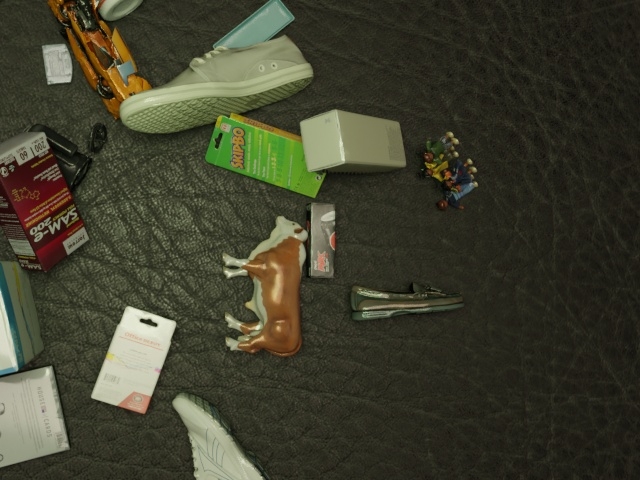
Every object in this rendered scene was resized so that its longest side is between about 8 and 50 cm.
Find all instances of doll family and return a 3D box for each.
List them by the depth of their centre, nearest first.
[{"bbox_3d":[0.295,-0.154,1.545,0.111,0.076,0.193,-41,99,-16],"label":"doll family"}]

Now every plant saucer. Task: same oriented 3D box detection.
[{"bbox_3d":[-0.150,-0.467,1.487,0.192,0.018,0.067,-42,96,-12],"label":"plant saucer"}]

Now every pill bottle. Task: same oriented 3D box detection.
[{"bbox_3d":[-0.464,-0.569,1.374,0.108,0.108,0.193,-37,95,-12],"label":"pill bottle"}]

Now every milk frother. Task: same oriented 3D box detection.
[{"bbox_3d":[-0.531,-0.198,1.358,0.135,0.129,0.143,31,38,-10],"label":"milk frother"}]

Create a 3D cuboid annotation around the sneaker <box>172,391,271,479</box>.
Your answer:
[{"bbox_3d":[-0.224,0.451,1.385,0.129,0.111,0.297,-36,94,-6],"label":"sneaker"}]

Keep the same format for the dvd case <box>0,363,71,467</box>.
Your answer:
[{"bbox_3d":[-0.645,0.366,1.330,0.239,0.029,0.179,-12,90,-14],"label":"dvd case"}]

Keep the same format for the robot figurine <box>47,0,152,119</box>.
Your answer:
[{"bbox_3d":[-0.452,-0.398,1.331,0.085,0.211,0.291,-32,101,-26],"label":"robot figurine"}]

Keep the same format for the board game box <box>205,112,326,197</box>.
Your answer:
[{"bbox_3d":[-0.111,-0.186,1.438,0.260,0.039,0.124,16,127,-13],"label":"board game box"}]

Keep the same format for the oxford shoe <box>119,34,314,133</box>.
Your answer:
[{"bbox_3d":[-0.215,-0.328,1.363,0.449,0.169,0.130,-25,90,-33],"label":"oxford shoe"}]

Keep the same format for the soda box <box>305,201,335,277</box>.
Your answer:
[{"bbox_3d":[0.000,0.000,1.480,0.060,0.053,0.168,1,88,-13],"label":"soda box"}]

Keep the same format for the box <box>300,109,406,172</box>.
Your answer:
[{"bbox_3d":[0.077,-0.202,1.405,0.275,0.094,0.113,-4,84,-56],"label":"box"}]

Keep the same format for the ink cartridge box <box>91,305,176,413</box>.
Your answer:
[{"bbox_3d":[-0.385,0.244,1.375,0.115,0.067,0.198,21,85,-11],"label":"ink cartridge box"}]

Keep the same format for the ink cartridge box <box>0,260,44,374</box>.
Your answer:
[{"bbox_3d":[-0.651,0.151,1.215,0.198,0.270,0.197,-13,92,-13],"label":"ink cartridge box"}]

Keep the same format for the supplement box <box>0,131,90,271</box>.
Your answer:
[{"bbox_3d":[-0.553,-0.073,1.269,0.130,0.073,0.239,-51,137,-47],"label":"supplement box"}]

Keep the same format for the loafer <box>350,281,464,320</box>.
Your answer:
[{"bbox_3d":[0.198,0.130,1.502,0.268,0.096,0.084,-6,83,-11],"label":"loafer"}]

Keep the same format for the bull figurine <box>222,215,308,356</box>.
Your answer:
[{"bbox_3d":[-0.115,0.098,1.428,0.189,0.101,0.310,-2,86,-9],"label":"bull figurine"}]

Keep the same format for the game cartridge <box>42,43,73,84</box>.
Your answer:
[{"bbox_3d":[-0.553,-0.372,1.393,0.056,0.017,0.083,-8,89,-9],"label":"game cartridge"}]
